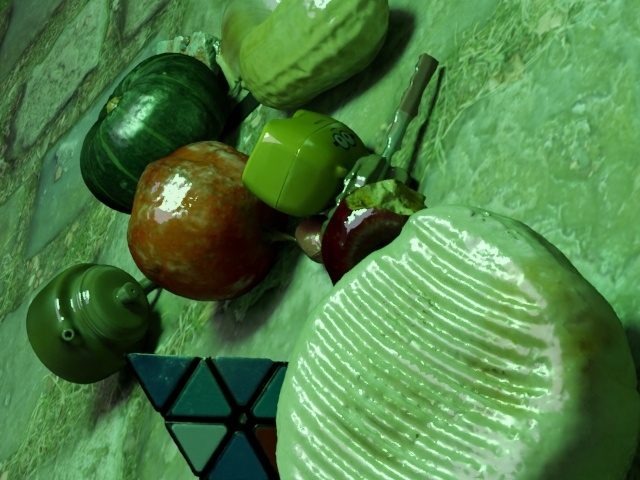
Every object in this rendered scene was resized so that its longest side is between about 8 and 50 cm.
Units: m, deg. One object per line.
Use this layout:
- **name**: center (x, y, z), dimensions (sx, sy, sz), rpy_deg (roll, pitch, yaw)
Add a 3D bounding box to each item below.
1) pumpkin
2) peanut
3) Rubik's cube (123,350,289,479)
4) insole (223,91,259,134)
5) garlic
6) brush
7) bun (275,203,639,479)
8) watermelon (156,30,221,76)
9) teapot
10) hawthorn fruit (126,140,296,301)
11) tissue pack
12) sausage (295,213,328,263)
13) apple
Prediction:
- **pumpkin**: center (-0.278, -0.180, 2.186), dimensions (0.300, 0.207, 0.300), rpy_deg (-52, 16, 21)
- **peanut**: center (-0.023, -0.296, 1.904), dimensions (0.340, 0.158, 0.174), rpy_deg (-30, 42, 44)
- **Rubik's cube**: center (-0.098, 0.230, 1.662), dimensions (0.234, 0.284, 0.250), rpy_deg (-107, 15, -78)
- **insole**: center (-0.098, -0.260, 2.163), dimensions (0.232, 0.003, 0.080), rpy_deg (-45, 31, 29)
- **garlic**: center (-0.084, -0.375, 2.153), dimensions (0.128, 0.148, 0.266), rpy_deg (-30, 6, -30)
- **brush**: center (0.092, -0.116, 1.641), dimensions (0.071, 0.084, 0.301), rpy_deg (-8, 52, 58)
- **bun**: center (0.129, 0.162, 1.168), dimensions (0.365, 0.219, 0.365), rpy_deg (-21, 54, 31)
- **watermelon**: center (-0.236, -0.314, 2.333), dimensions (0.241, 0.094, 0.154), rpy_deg (-24, 52, 59)
- **teapot**: center (-0.349, 0.115, 2.063), dimensions (0.175, 0.186, 0.267), rpy_deg (-32, 4, 35)
- **hawthorn fruit**: center (-0.132, -0.020, 1.809), dimensions (0.271, 0.242, 0.242), rpy_deg (14, 75, 30)
- **tissue pack**: center (-0.014, -0.101, 1.704), dimensions (0.123, 0.127, 0.178), rpy_deg (-64, -13, 20)
- **sausage**: center (0.000, 0.000, 1.699), dimensions (0.054, 0.059, 0.094), rpy_deg (-36, 26, -4)
- **apple**: center (0.077, 0.014, 1.467), dimensions (0.147, 0.156, 0.158), rpy_deg (-54, 0, 13)
